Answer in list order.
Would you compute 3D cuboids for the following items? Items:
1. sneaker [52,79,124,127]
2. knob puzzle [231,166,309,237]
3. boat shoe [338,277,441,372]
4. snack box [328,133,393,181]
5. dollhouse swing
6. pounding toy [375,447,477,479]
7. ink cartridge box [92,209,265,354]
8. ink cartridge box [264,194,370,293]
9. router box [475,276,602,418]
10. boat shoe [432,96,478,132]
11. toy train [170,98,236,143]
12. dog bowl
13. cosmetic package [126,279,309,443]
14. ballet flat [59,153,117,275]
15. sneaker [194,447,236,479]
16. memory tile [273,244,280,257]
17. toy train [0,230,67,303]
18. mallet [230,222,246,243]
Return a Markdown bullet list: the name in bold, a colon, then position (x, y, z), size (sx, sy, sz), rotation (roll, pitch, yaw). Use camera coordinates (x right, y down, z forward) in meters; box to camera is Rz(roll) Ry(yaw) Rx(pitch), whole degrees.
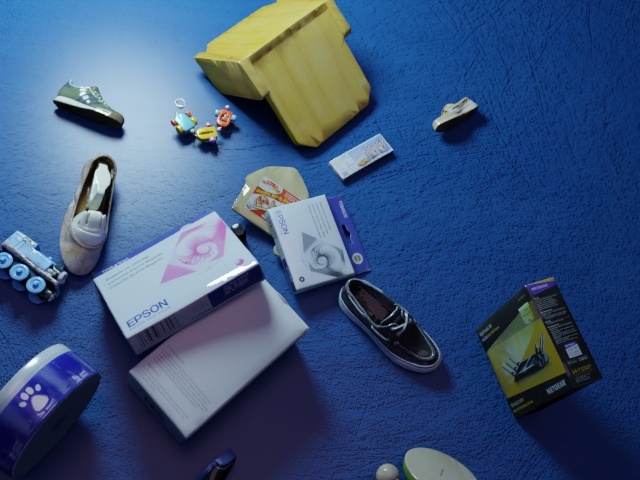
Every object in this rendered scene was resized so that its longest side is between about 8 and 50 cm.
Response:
- **sneaker**: position (-0.593, -0.365, 2.006), size (0.192, 0.064, 0.086), rotation (18, 68, 2)
- **knob puzzle**: position (-0.114, -0.107, 1.982), size (0.213, 0.030, 0.213), rotation (5, 72, -17)
- **boat shoe**: position (0.174, 0.201, 1.861), size (0.301, 0.102, 0.108), rotation (42, 65, 10)
- **snack box**: position (0.111, -0.227, 2.094), size (0.178, 0.022, 0.064), rotation (-31, 73, -21)
- **dollhouse swing**: position (-0.090, -0.462, 2.147), size (0.347, 0.305, 0.315), rotation (-43, 37, -24)
- **pounding toy**: position (0.235, 0.563, 1.694), size (0.237, 0.110, 0.183), rotation (3, 24, -47)
- **ink cartridge box**: position (-0.341, 0.064, 1.748), size (0.324, 0.071, 0.330), rotation (-31, 45, -15)
- **ink cartridge box**: position (0.000, 0.000, 1.929), size (0.224, 0.045, 0.223), rotation (-16, 77, -22)
- **router box**: position (0.494, 0.257, 1.778), size (0.081, 0.309, 0.243), rotation (-14, 68, -17)
- **boat shoe**: position (0.374, -0.361, 2.186), size (0.170, 0.063, 0.059), rotation (-29, 70, -31)
- **toy train**: position (-0.315, -0.314, 2.047), size (0.166, 0.046, 0.125), rotation (13, 62, -7)
- **dog bowl**: position (-0.575, 0.347, 1.568), size (0.104, 0.265, 0.265), rotation (35, 64, 4)
- **cosmetic package**: position (-0.229, 0.257, 1.723), size (0.365, 0.155, 0.197), rotation (-39, 85, -25)
- **ballet flat**: position (-0.553, -0.075, 1.845), size (0.108, 0.106, 0.316), rotation (16, 61, -31)
- **sneaker**: position (-0.248, 0.556, 1.638), size (0.090, 0.081, 0.232), rotation (41, 72, 6)
- **memory tile**: position (-0.042, 0.005, 1.950), size (0.113, 0.012, 0.148), rotation (38, 66, -5)
- **toy train**: position (-0.675, 0.065, 1.787), size (0.184, 0.080, 0.105), rotation (35, 58, 7)
- **mallet**: position (-0.276, 0.004, 1.915), size (0.190, 0.062, 0.039), rotation (-16, 67, -1)
